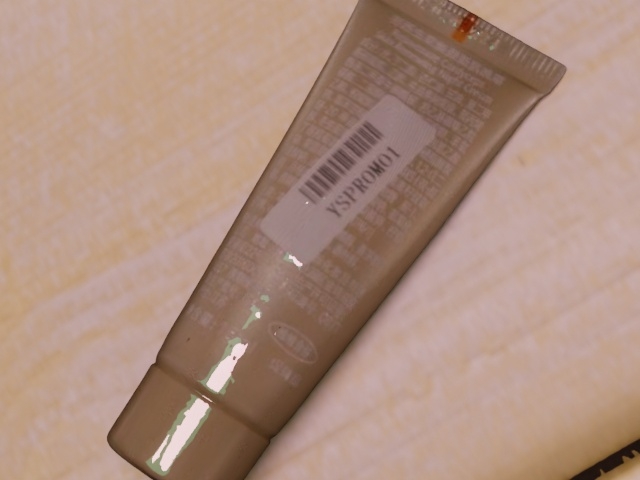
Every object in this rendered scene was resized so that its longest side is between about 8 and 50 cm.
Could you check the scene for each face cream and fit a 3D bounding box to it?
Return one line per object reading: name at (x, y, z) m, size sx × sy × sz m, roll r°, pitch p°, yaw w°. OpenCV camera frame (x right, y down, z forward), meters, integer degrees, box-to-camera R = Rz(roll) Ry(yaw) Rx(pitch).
face cream at (0.000, 0.000, 0.809) m, size 0.137 × 0.084 × 0.341 m, roll 32°, pitch 83°, yaw 13°
